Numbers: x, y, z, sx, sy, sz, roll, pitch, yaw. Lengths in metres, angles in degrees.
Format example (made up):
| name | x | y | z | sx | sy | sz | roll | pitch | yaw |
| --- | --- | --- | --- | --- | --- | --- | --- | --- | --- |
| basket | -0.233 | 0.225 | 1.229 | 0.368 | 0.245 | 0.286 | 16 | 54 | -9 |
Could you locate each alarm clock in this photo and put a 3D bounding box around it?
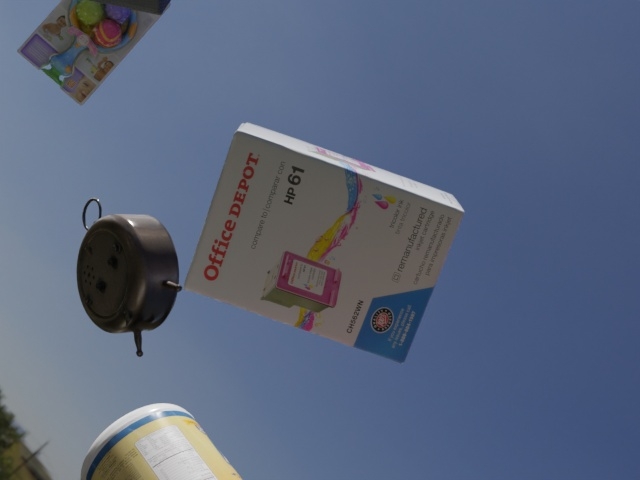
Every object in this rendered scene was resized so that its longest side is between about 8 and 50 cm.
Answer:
| name | x | y | z | sx | sy | sz | roll | pitch | yaw |
| --- | --- | --- | --- | --- | --- | --- | --- | --- | --- |
| alarm clock | -0.225 | 0.023 | 0.925 | 0.192 | 0.064 | 0.129 | 53 | -57 | 33 |

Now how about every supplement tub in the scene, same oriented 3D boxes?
| name | x | y | z | sx | sy | sz | roll | pitch | yaw |
| --- | --- | --- | --- | --- | --- | --- | --- | --- | --- |
| supplement tub | -0.154 | 0.290 | 0.909 | 0.200 | 0.144 | 0.144 | 41 | -24 | 37 |

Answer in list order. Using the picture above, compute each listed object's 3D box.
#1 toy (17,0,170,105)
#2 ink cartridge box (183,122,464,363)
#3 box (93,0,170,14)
| name | x | y | z | sx | sy | sz | roll | pitch | yaw |
| --- | --- | --- | --- | --- | --- | --- | --- | --- | --- |
| toy | -0.376 | -0.358 | 1.411 | 0.137 | 0.237 | 0.056 | 42 | -2 | -24 |
| ink cartridge box | 0.000 | 0.000 | 0.440 | 0.122 | 0.088 | 0.052 | 19 | 13 | -2 |
| box | -0.215 | -0.259 | 0.562 | 0.233 | 0.059 | 0.183 | 13 | -35 | 8 |
